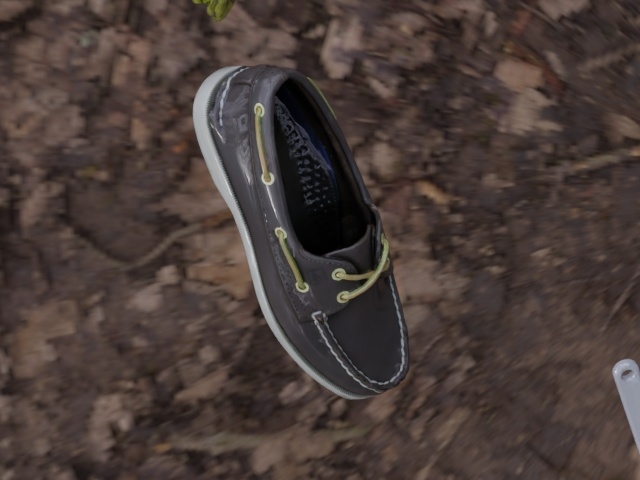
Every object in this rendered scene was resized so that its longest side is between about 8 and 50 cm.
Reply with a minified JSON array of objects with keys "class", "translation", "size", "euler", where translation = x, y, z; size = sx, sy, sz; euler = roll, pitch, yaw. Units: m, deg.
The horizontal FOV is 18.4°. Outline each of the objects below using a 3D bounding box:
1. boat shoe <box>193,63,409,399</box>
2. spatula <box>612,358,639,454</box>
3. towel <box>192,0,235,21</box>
[{"class":"boat shoe","translation":[0.000,0.000,1.178],"size":[0.069,0.081,0.227],"euler":[0,122,53]},{"class":"spatula","translation":[0.280,0.143,1.315],"size":[0.168,0.019,0.242],"euler":[-21,130,3]},{"class":"towel","translation":[0.040,-0.176,0.698],"size":[0.021,0.102,0.237],"euler":[43,77,-7]}]
